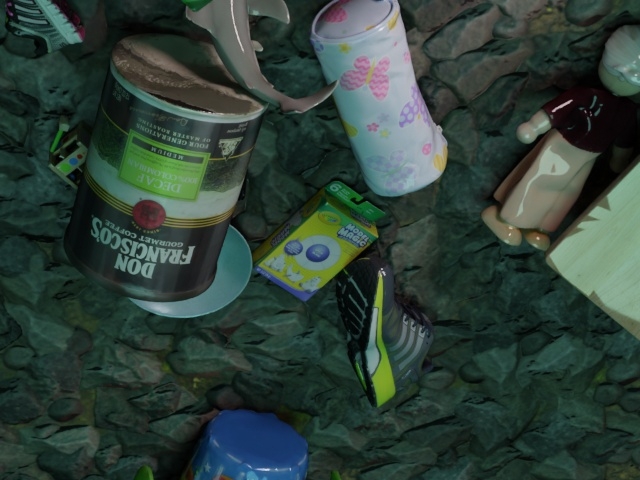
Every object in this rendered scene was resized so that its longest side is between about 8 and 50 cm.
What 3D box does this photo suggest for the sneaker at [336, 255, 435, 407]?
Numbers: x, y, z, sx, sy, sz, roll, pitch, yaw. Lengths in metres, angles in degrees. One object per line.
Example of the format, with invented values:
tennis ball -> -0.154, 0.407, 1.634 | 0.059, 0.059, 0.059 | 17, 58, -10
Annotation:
sneaker -> 0.101, 0.120, 2.027 | 0.121, 0.111, 0.300 | -24, 142, -13

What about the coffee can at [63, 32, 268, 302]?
coffee can -> -0.194, -0.091, 1.722 | 0.202, 0.201, 0.275 | 11, 121, -15

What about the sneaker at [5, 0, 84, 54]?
sneaker -> -0.362, -0.287, 1.669 | 0.075, 0.063, 0.170 | -32, 130, 10

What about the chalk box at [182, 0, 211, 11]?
chalk box -> -0.088, -0.419, 1.483 | 0.289, 0.179, 0.180 | -29, 127, 36

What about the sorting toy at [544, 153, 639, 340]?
sorting toy -> 0.482, -0.001, 1.895 | 0.255, 0.089, 0.257 | 39, 108, -11

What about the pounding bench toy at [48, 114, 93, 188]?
pounding bench toy -> -0.331, -0.120, 1.812 | 0.065, 0.052, 0.083 | -34, 124, 19

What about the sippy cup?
sippy cup -> -0.124, 0.394, 2.151 | 0.240, 0.305, 0.224 | 31, 117, 24

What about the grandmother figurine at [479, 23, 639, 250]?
grandmother figurine -> 0.346, -0.143, 1.859 | 0.208, 0.104, 0.342 | 2, 130, -44

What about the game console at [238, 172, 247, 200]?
game console -> -0.151, -0.119, 1.828 | 0.071, 0.107, 0.122 | -19, 135, -29

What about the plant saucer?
plant saucer -> -0.194, 0.026, 1.955 | 0.195, 0.037, 0.195 | -3, 128, -4

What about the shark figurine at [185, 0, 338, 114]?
shark figurine -> -0.105, -0.245, 1.632 | 0.166, 0.278, 0.116 | -27, 165, 31

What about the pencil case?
pencil case -> 0.079, -0.186, 1.774 | 0.124, 0.113, 0.273 | -24, 128, 1

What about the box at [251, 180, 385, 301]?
box -> 0.000, 0.000, 1.956 | 0.105, 0.043, 0.179 | 33, 116, -29
